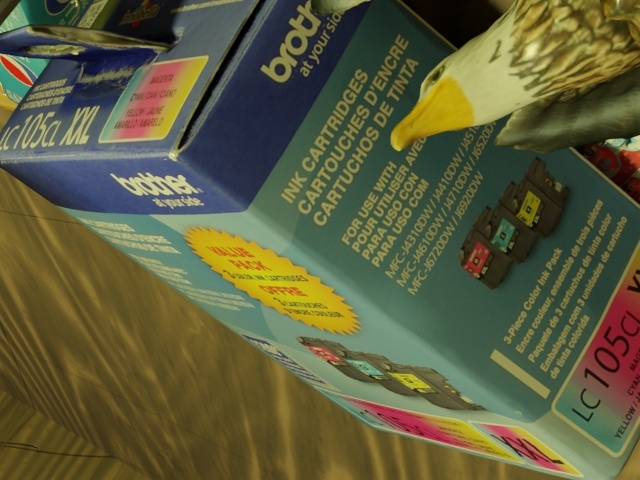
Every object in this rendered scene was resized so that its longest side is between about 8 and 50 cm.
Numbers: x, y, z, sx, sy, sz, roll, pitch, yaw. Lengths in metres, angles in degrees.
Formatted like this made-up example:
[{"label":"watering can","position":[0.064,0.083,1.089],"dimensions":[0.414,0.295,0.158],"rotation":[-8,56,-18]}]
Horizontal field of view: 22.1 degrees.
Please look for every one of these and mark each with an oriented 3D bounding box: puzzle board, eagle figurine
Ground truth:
[{"label":"puzzle board","position":[0.154,-0.046,0.926],"dimensions":[0.096,0.011,0.128],"rotation":[33,160,1]},{"label":"eagle figurine","position":[0.112,-0.108,0.660],"dimensions":[0.298,0.225,0.226],"rotation":[-114,21,-71]}]

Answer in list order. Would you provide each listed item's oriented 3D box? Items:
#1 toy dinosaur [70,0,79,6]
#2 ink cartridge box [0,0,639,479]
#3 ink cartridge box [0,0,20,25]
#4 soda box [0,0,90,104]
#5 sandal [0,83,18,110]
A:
[{"label":"toy dinosaur","position":[-0.116,-0.158,1.049],"dimensions":[0.082,0.047,0.090],"rotation":[10,144,11]},{"label":"ink cartridge box","position":[-0.008,-0.031,0.949],"dimensions":[0.395,0.151,0.270],"rotation":[39,163,-25]},{"label":"ink cartridge box","position":[-0.186,-0.194,0.784],"dimensions":[0.088,0.235,0.193],"rotation":[28,160,14]},{"label":"soda box","position":[-0.192,-0.160,1.109],"dimensions":[0.067,0.071,0.210],"rotation":[29,160,17]},{"label":"sandal","position":[-0.254,-0.135,1.298],"dimensions":[0.180,0.049,0.072],"rotation":[35,160,-3]}]
